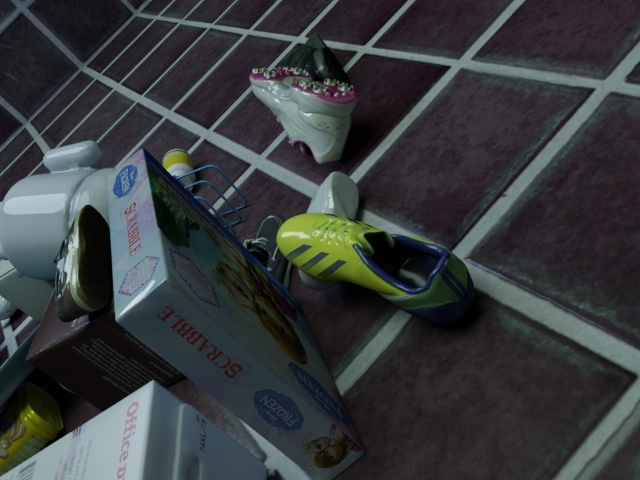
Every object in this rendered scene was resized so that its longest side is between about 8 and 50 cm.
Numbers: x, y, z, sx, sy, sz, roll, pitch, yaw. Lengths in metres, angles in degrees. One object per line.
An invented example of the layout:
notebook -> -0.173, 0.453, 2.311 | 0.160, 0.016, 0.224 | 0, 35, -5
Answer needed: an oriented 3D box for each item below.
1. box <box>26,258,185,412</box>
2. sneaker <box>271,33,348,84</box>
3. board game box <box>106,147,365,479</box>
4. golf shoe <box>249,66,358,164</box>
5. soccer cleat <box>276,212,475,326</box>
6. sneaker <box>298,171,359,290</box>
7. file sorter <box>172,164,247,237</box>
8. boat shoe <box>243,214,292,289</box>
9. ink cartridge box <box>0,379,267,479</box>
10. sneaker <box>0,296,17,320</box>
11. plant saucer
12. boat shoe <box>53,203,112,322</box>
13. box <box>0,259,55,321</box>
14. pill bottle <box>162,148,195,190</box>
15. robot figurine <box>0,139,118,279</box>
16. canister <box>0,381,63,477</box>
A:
box -> -0.299, 0.128, 1.166 | 0.203, 0.168, 0.167 | -27, 36, 24
sneaker -> -0.024, -0.315, 1.464 | 0.130, 0.087, 0.227 | -39, 29, 10
board game box -> -0.105, 0.076, 0.868 | 0.066, 0.319, 0.318 | -39, 33, 6
golf shoe -> -0.045, -0.223, 1.320 | 0.115, 0.140, 0.306 | -9, 25, -25
soccer cleat -> 0.052, 0.010, 0.900 | 0.289, 0.121, 0.093 | 22, 69, 39
sneaker -> 0.000, 0.000, 1.088 | 0.094, 0.080, 0.212 | -37, 25, 39
file sorter -> -0.210, -0.028, 1.302 | 0.104, 0.118, 0.170 | -17, 40, 31
boat shoe -> -0.083, 0.020, 1.149 | 0.075, 0.065, 0.206 | -28, 35, 24
ink cartridge box -> -0.215, 0.327, 0.807 | 0.270, 0.197, 0.198 | -33, 32, 17
sneaker -> -0.727, 0.094, 1.770 | 0.086, 0.085, 0.237 | -29, 33, 14
plant saucer -> -0.539, 0.244, 1.314 | 0.317, 0.043, 0.317 | -47, 9, 10
boat shoe -> -0.349, 0.030, 1.100 | 0.073, 0.080, 0.224 | -31, 37, 9
box -> -0.571, 0.005, 1.645 | 0.121, 0.148, 0.311 | -26, 34, 28
pill bottle -> -0.292, -0.138, 1.573 | 0.065, 0.065, 0.116 | -38, 32, 8
robot figurine -> -0.436, -0.029, 1.391 | 0.353, 0.300, 0.199 | -1, 12, 26
canister -> -0.514, 0.335, 1.256 | 0.170, 0.073, 0.126 | -48, 31, -5
